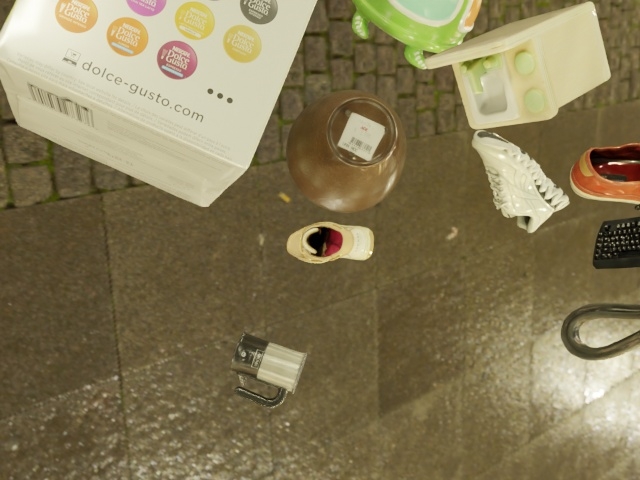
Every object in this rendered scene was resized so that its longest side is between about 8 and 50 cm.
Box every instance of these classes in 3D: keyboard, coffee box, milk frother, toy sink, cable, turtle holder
[{"bbox_3d":[0.421,-0.017,0.998,0.038,0.192,0.100,27,72,-27],"label":"keyboard"},{"bbox_3d":[-0.228,-0.285,1.149,0.337,0.338,0.335,24,78,-12],"label":"coffee box"},{"bbox_3d":[-0.106,0.256,1.587,0.143,0.134,0.129,-49,158,-80],"label":"milk frother"},{"bbox_3d":[0.294,-0.249,1.173,0.234,0.152,0.131,-29,107,-36],"label":"toy sink"},{"bbox_3d":[0.409,0.073,0.863,0.072,0.287,0.140,-1,57,-47],"label":"cable"},{"bbox_3d":[0.178,-0.526,1.573,0.243,0.320,0.227,-26,156,-46],"label":"turtle holder"}]

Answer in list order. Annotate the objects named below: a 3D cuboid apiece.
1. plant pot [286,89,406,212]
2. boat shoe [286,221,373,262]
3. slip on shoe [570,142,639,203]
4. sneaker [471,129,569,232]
[{"bbox_3d":[0.054,-0.159,1.303,0.215,0.230,0.216,0,89,-4],"label":"plant pot"},{"bbox_3d":[0.000,0.000,1.116,0.059,0.170,0.063,8,82,-39],"label":"boat shoe"},{"bbox_3d":[0.660,-0.132,1.535,0.101,0.331,0.123,75,20,-64],"label":"slip on shoe"},{"bbox_3d":[0.394,-0.116,1.615,0.292,0.110,0.118,36,99,-34],"label":"sneaker"}]
